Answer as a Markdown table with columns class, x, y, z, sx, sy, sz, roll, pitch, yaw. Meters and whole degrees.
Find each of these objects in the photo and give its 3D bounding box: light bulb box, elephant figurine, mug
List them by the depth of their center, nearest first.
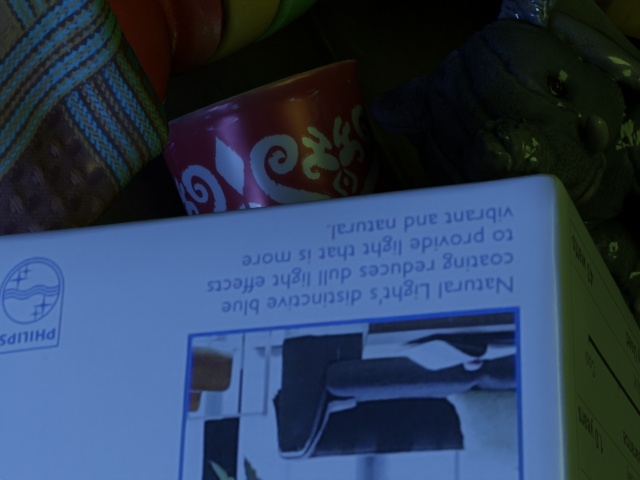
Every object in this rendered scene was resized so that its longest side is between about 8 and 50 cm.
| class | x | y | z | sx | sy | sz | roll | pitch | yaw |
| --- | --- | --- | --- | --- | --- | --- | --- | --- | --- |
| light bulb box | 0.031 | 0.213 | 0.688 | 0.358 | 0.225 | 0.361 | 47 | 40 | -60 |
| elephant figurine | 0.109 | -0.060 | 0.861 | 0.239 | 0.186 | 0.169 | 37 | 71 | -44 |
| mug | 0.005 | -0.001 | 0.921 | 0.150 | 0.113 | 0.169 | -21 | 93 | -44 |

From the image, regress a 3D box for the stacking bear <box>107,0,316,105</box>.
| class | x | y | z | sx | sy | sz | roll | pitch | yaw |
| --- | --- | --- | --- | --- | --- | --- | --- | --- | --- |
| stacking bear | -0.074 | -0.150 | 0.877 | 0.289 | 0.175 | 0.164 | -46 | 109 | -35 |

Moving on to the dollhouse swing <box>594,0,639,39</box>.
| class | x | y | z | sx | sy | sz | roll | pitch | yaw |
| --- | --- | --- | --- | --- | --- | --- | --- | --- | --- |
| dollhouse swing | 0.278 | -0.333 | 1.133 | 0.305 | 0.315 | 0.347 | -5 | 60 | -23 |

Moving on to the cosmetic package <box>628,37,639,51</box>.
| class | x | y | z | sx | sy | sz | roll | pitch | yaw |
| --- | --- | --- | --- | --- | --- | --- | --- | --- | --- |
| cosmetic package | 0.224 | 0.047 | 1.114 | 0.377 | 0.097 | 0.284 | -41 | 104 | -44 |

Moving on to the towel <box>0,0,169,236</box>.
| class | x | y | z | sx | sy | sz | roll | pitch | yaw |
| --- | --- | --- | --- | --- | --- | --- | --- | --- | --- |
| towel | -0.195 | -0.078 | 0.558 | 0.271 | 0.040 | 0.370 | -53 | 138 | -26 |
